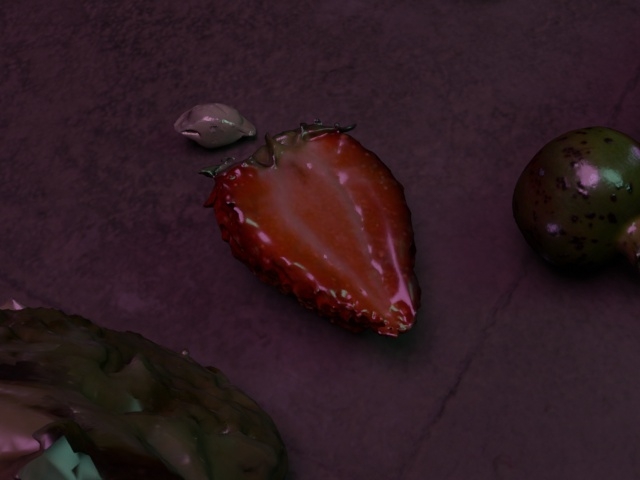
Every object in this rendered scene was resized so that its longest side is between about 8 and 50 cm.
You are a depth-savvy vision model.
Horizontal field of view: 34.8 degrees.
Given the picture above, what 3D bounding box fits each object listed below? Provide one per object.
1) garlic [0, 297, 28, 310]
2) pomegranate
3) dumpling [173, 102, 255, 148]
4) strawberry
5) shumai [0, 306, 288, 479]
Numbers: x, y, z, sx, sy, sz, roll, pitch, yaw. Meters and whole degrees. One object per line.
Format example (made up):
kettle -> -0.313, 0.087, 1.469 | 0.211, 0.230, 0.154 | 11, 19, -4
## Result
garlic -> -0.262, 0.208, 0.835 | 0.143, 0.112, 0.318 | 15, 56, -14
pomegranate -> 0.225, -0.031, 0.856 | 0.130, 0.130, 0.130 | -6, 58, 10
dumpling -> -0.109, -0.122, 1.044 | 0.077, 0.043, 0.059 | -14, 35, 9
strawberry -> 0.014, -0.004, 0.914 | 0.228, 0.098, 0.174 | 40, 58, 18
shumai -> -0.157, 0.139, 0.694 | 0.346, 0.283, 0.217 | 17, 68, -18
